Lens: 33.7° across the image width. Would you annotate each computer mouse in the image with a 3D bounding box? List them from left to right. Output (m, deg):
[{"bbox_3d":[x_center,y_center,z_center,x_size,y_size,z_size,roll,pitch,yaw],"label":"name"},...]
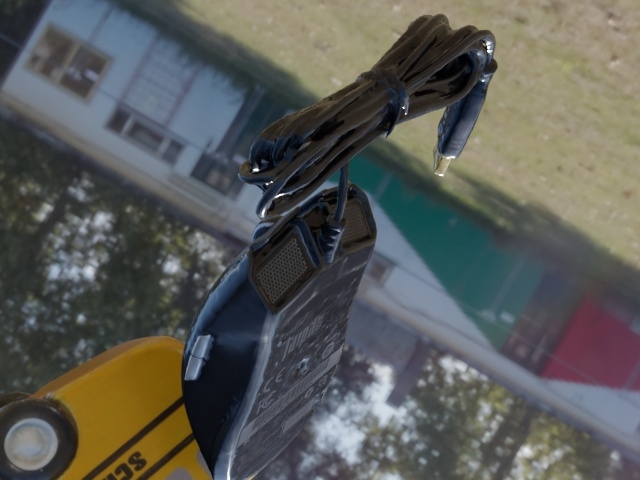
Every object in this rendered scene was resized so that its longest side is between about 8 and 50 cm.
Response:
[{"bbox_3d":[0.000,0.000,0.532,0.060,0.184,0.262,35,140,20],"label":"computer mouse"}]

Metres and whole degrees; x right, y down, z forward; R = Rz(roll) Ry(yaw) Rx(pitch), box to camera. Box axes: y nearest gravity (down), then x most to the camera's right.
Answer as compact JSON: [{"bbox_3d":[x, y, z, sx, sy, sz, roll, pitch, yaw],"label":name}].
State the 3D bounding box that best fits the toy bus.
[{"bbox_3d":[-0.199,0.186,0.610,0.130,0.332,0.108,53,160,-8],"label":"toy bus"}]
